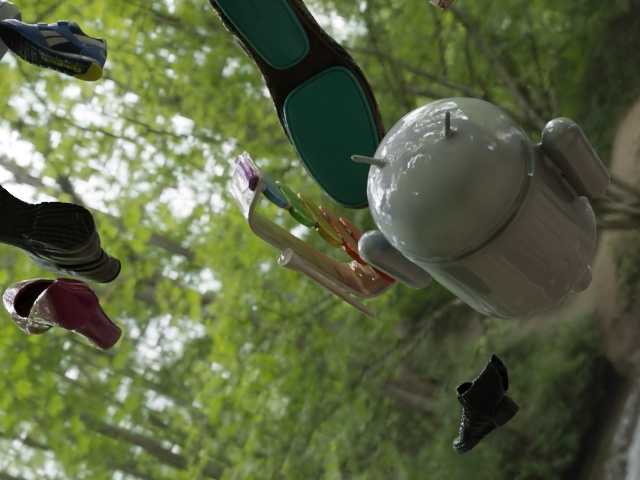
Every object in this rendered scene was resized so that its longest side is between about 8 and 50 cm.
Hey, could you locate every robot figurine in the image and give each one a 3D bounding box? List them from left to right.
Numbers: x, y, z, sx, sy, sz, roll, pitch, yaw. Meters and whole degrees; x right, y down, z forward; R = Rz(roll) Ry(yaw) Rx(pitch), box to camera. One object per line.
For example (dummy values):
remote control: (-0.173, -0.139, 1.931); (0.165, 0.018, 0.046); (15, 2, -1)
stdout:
robot figurine: (0.192, -0.037, 1.223); (0.353, 0.300, 0.199); (35, -150, -41)

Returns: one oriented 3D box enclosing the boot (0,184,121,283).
boot: (-0.396, -0.002, 1.373); (0.161, 0.246, 0.083); (89, -163, -65)

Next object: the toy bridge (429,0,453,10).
toy bridge: (0.274, -0.503, 1.887); (0.026, 0.063, 0.188); (28, -79, -36)

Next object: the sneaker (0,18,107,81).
sneaker: (-0.342, -0.255, 1.331); (0.053, 0.144, 0.059); (124, 165, -61)

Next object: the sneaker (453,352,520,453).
sneaker: (0.235, 0.249, 1.557); (0.170, 0.089, 0.051); (-47, -4, 39)

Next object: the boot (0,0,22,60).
boot: (-0.494, -0.233, 1.316); (0.095, 0.123, 0.258); (-57, 8, 50)

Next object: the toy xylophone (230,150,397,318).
toy xylophone: (0.000, 0.000, 1.561); (0.323, 0.236, 0.081); (30, -77, -37)

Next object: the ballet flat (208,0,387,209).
ballet flat: (-0.022, -0.284, 1.678); (0.483, 0.164, 0.182); (58, -161, -13)

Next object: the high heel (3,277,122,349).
high heel: (-0.350, 0.067, 1.276); (0.082, 0.244, 0.117); (-51, -50, -17)
